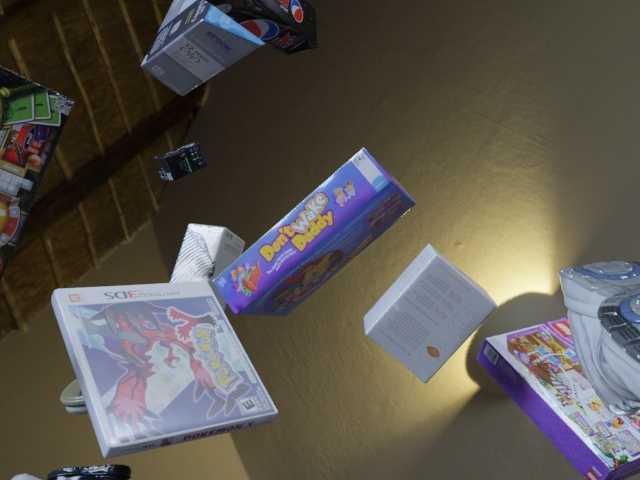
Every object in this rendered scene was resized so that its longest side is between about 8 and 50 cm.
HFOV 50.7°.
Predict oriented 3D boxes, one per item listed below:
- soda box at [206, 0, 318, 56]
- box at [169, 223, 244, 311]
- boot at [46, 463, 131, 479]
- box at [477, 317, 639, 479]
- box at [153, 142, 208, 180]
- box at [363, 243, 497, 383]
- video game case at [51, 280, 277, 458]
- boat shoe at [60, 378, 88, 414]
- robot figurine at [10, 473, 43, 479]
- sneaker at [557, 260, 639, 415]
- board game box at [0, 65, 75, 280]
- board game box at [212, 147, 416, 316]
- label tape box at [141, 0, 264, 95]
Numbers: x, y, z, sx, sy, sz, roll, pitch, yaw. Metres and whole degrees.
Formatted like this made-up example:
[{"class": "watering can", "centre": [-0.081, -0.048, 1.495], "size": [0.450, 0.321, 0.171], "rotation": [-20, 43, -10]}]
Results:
[{"class": "soda box", "centre": [-0.066, -0.282, 0.810], "size": [0.169, 0.053, 0.060], "rotation": [18, -112, -58]}, {"class": "box", "centre": [-0.272, 0.106, 1.522], "size": [0.094, 0.113, 0.275], "rotation": [44, -124, -58]}, {"class": "boot", "centre": [-0.269, 0.312, 0.770], "size": [0.121, 0.099, 0.045], "rotation": [-11, -34, 17]}, {"class": "box", "centre": [0.433, 0.259, 1.131], "size": [0.201, 0.293, 0.057], "rotation": [-8, -52, -28]}, {"class": "box", "centre": [-0.279, -0.158, 1.352], "size": [0.083, 0.062, 0.052], "rotation": [-31, -69, -30]}, {"class": "box", "centre": [0.171, 0.115, 1.083], "size": [0.130, 0.091, 0.170], "rotation": [40, -80, -6]}, {"class": "video game case", "centre": [-0.164, 0.121, 0.708], "size": [0.183, 0.201, 0.023], "rotation": [-1, -48, -39]}, {"class": "boat shoe", "centre": [-0.350, 0.290, 1.318], "size": [0.302, 0.113, 0.103], "rotation": [-17, -63, 3]}, {"class": "robot figurine", "centre": [-0.334, 0.446, 0.837], "size": [0.300, 0.353, 0.200], "rotation": [-53, -51, -4]}, {"class": "sneaker", "centre": [0.282, 0.098, 0.577], "size": [0.111, 0.297, 0.129], "rotation": [-5, -83, 11]}, {"class": "board game box", "centre": [-0.334, -0.037, 0.603], "size": [0.136, 0.030, 0.260], "rotation": [23, -98, -30]}, {"class": "board game box", "centre": [0.000, 0.000, 1.227], "size": [0.347, 0.078, 0.233], "rotation": [-41, -17, 9]}, {"class": "label tape box", "centre": [-0.171, -0.446, 1.266], "size": [0.115, 0.347, 0.249], "rotation": [34, -120, -30]}]
